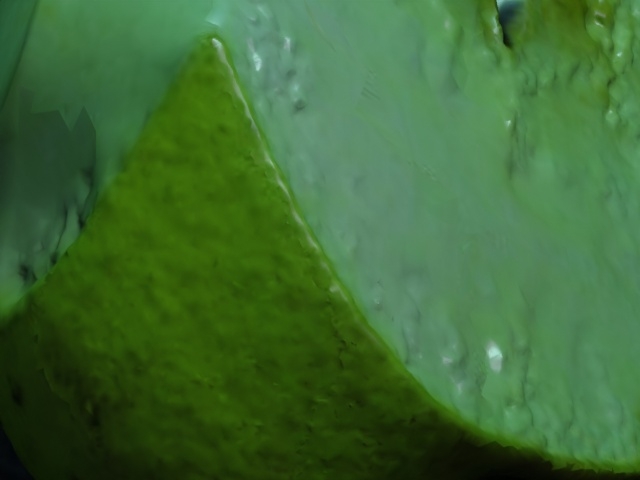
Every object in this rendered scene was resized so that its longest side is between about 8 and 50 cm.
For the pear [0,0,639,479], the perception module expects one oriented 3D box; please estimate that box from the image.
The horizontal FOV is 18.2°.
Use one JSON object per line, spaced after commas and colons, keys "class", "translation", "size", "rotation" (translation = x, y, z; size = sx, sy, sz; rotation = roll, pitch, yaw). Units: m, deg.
{"class": "pear", "translation": [0.000, 0.000, 0.652], "size": [0.286, 0.176, 0.282], "rotation": [29, 46, -35]}
